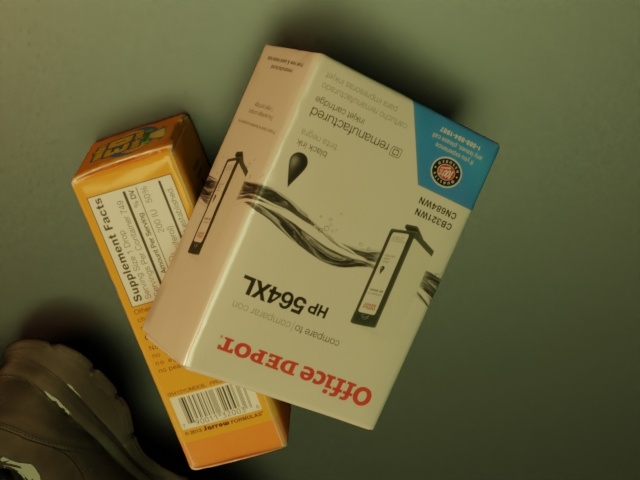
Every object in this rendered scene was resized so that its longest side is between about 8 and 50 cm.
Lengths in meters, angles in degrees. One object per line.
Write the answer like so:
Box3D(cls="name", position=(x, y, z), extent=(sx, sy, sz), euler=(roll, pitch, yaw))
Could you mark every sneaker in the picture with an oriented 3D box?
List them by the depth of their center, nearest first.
Box3D(cls="sneaker", position=(-0.150, 0.207, 0.877), extent=(0.286, 0.130, 0.109), euler=(46, 142, -11))

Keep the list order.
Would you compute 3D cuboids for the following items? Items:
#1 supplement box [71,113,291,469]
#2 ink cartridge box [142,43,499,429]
Box3D(cls="supplement box", position=(-0.090, 0.037, 0.849), extent=(0.080, 0.078, 0.234), euler=(-14, 111, 7))
Box3D(cls="ink cartridge box", position=(0.000, 0.000, 0.779), extent=(0.148, 0.086, 0.203), euler=(22, 91, -29))
